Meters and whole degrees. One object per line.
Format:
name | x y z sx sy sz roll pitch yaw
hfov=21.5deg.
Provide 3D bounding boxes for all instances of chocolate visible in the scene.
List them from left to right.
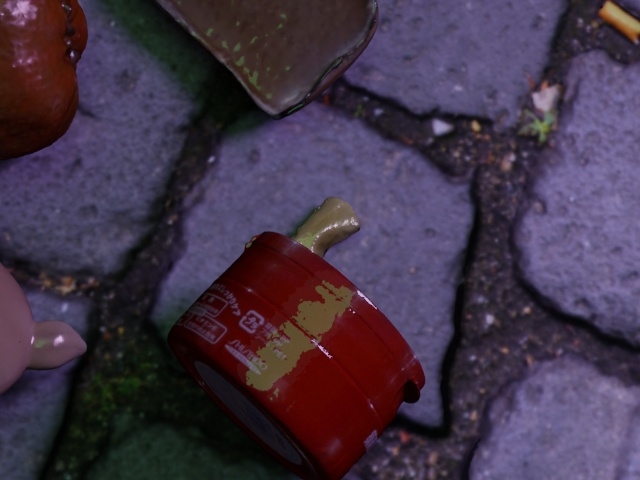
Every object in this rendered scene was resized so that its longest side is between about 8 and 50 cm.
chocolate | -0.058 -0.235 1.560 0.161 0.083 0.261 -42 74 4

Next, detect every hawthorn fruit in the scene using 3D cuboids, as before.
hawthorn fruit | -0.329 -0.163 1.475 0.243 0.207 0.207 -7 70 0

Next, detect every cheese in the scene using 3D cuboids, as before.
cheese | 0.000 0.000 1.500 0.044 0.030 0.083 34 67 18

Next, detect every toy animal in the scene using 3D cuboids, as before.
toy animal | -0.331 0.030 1.424 0.166 0.154 0.250 -30 75 -19

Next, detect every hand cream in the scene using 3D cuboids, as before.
hand cream | -0.021 0.099 1.381 0.193 0.193 0.125 41 77 13
